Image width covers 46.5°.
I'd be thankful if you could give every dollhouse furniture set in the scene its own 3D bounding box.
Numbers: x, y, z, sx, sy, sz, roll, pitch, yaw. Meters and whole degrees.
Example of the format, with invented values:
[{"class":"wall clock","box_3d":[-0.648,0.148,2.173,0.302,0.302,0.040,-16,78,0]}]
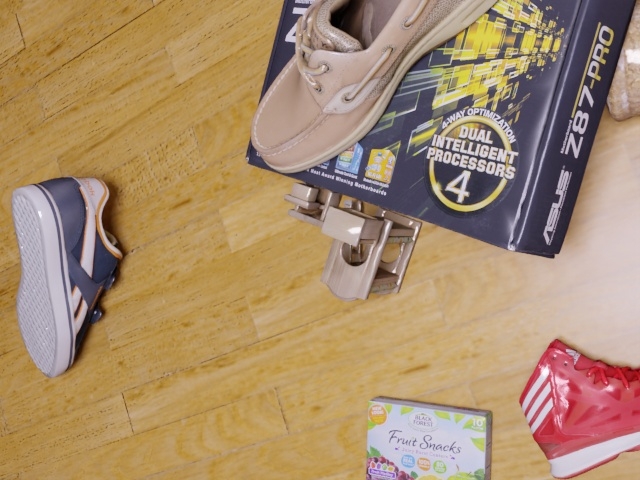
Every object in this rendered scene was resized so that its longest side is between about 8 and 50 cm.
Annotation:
[{"class":"dollhouse furniture set","box_3d":[0.000,0.000,0.841,0.161,0.182,0.101,22,99,25]}]

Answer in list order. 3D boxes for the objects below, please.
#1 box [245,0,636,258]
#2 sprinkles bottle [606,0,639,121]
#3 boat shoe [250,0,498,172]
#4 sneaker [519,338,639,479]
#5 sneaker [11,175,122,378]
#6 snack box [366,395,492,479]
[{"class":"box","box_3d":[0.105,-0.187,0.779,0.395,0.097,0.318,23,100,44]},{"class":"sprinkles bottle","box_3d":[0.441,-0.183,0.658,0.355,0.121,0.121,-3,88,27]},{"class":"boat shoe","box_3d":[0.026,-0.193,0.713,0.341,0.110,0.122,-42,58,33]},{"class":"sneaker","box_3d":[0.298,0.141,0.748,0.221,0.087,0.128,-35,76,21]},{"class":"sneaker","box_3d":[-0.353,0.055,1.061,0.126,0.127,0.321,35,130,28]},{"class":"snack box","box_3d":[0.124,0.240,0.859,0.141,0.037,0.100,2,89,26]}]
